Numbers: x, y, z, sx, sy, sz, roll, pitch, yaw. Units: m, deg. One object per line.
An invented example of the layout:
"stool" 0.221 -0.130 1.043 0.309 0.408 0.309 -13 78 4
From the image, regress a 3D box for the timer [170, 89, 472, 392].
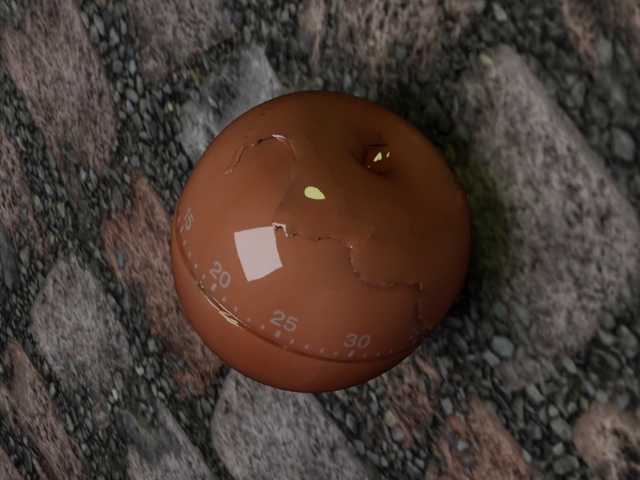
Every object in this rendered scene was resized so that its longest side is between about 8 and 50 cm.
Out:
"timer" 0.000 0.000 1.271 0.229 0.229 0.215 55 135 21
